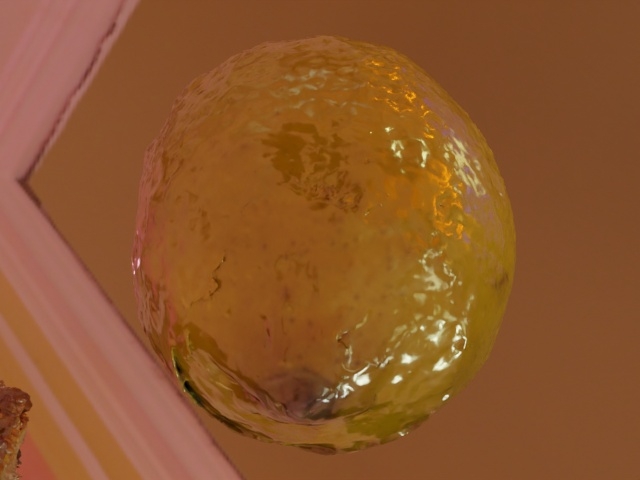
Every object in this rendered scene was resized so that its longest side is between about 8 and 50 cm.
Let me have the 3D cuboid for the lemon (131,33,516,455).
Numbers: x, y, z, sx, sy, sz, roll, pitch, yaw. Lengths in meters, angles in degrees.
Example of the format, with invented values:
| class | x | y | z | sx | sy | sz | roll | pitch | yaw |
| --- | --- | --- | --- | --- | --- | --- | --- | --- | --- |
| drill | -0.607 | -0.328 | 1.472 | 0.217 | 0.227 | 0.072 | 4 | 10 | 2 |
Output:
| class | x | y | z | sx | sy | sz | roll | pitch | yaw |
| --- | --- | --- | --- | --- | --- | --- | --- | --- | --- |
| lemon | -0.002 | -0.001 | 0.405 | 0.193 | 0.181 | 0.180 | 39 | -73 | 51 |

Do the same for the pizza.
| class | x | y | z | sx | sy | sz | roll | pitch | yaw |
| --- | --- | --- | --- | --- | --- | --- | --- | --- | --- |
| pizza | -0.334 | 0.182 | 0.836 | 0.127 | 0.246 | 0.058 | 16 | -78 | -3 |
